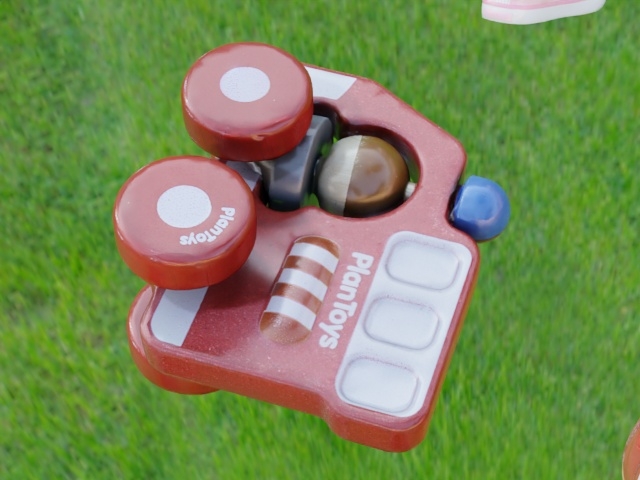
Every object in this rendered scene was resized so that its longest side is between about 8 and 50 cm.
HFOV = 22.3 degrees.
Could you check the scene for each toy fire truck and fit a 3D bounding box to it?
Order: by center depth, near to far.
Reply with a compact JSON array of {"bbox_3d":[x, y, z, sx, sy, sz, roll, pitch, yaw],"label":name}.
[{"bbox_3d":[0.000,0.000,1.196,0.254,0.169,0.302,16,52,11],"label":"toy fire truck"}]

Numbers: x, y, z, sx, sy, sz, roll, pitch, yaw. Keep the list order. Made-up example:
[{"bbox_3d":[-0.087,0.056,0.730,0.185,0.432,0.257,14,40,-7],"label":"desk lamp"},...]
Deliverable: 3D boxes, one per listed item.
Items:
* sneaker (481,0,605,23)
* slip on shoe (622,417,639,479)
[{"bbox_3d":[0.149,-0.181,1.047,0.051,0.070,0.134,12,19,33],"label":"sneaker"},{"bbox_3d":[0.289,0.045,0.938,0.123,0.101,0.331,38,91,-14],"label":"slip on shoe"}]
